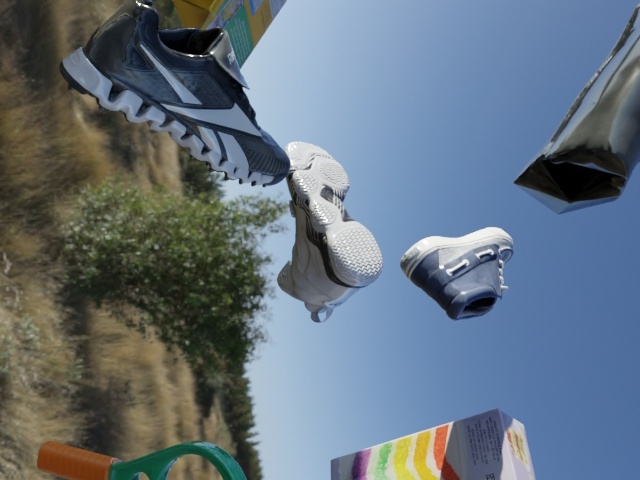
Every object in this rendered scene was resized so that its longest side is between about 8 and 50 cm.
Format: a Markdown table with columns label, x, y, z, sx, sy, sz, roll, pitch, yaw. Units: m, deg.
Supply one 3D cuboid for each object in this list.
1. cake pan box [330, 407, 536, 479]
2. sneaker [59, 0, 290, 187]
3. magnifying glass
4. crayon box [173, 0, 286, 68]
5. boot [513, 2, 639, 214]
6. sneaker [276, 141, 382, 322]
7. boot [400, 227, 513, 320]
| label | x | y | z | sx | sy | sz | roll | pitch | yaw |
| --- | --- | --- | --- | --- | --- | --- | --- | --- | --- |
| cake pan box | 0.125 | 0.347 | 0.652 | 0.070 | 0.245 | 0.267 | 39 | 37 | -35 |
| sneaker | -0.095 | -0.126 | 0.526 | 0.106 | 0.234 | 0.078 | -49 | -136 | 15 |
| magnifying glass | -0.166 | 0.218 | 0.541 | 0.026 | 0.230 | 0.092 | 18 | 76 | -66 |
| crayon box | -0.145 | -0.429 | 1.037 | 0.323 | 0.083 | 0.203 | -60 | 171 | -13 |
| boot | 0.456 | -0.264 | 0.771 | 0.146 | 0.445 | 0.367 | 39 | -12 | 13 |
| sneaker | -0.021 | -0.018 | 1.203 | 0.210 | 0.137 | 0.366 | -55 | -132 | 40 |
| boot | 0.173 | 0.040 | 0.653 | 0.086 | 0.189 | 0.069 | 52 | -50 | 30 |
